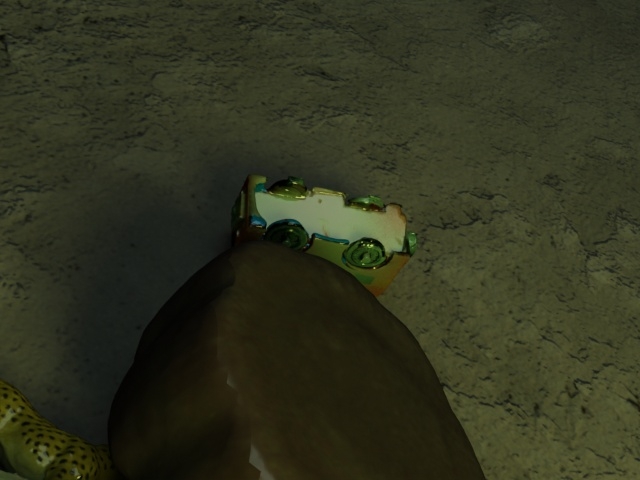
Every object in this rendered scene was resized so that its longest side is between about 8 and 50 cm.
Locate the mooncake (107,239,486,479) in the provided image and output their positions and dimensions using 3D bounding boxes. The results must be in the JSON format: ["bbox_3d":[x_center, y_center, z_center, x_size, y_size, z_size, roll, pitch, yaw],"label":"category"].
[{"bbox_3d":[-0.013,0.153,0.687,0.306,0.154,0.306,36,29,-24],"label":"mooncake"}]

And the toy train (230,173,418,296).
[{"bbox_3d":[0.000,0.000,0.928,0.188,0.099,0.072,12,48,-18],"label":"toy train"}]

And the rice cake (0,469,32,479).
[{"bbox_3d":[-0.143,0.219,0.600,0.237,0.043,0.127,37,27,-46],"label":"rice cake"}]

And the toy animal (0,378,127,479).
[{"bbox_3d":[-0.227,0.151,0.700,0.181,0.073,0.136,30,39,15],"label":"toy animal"}]
